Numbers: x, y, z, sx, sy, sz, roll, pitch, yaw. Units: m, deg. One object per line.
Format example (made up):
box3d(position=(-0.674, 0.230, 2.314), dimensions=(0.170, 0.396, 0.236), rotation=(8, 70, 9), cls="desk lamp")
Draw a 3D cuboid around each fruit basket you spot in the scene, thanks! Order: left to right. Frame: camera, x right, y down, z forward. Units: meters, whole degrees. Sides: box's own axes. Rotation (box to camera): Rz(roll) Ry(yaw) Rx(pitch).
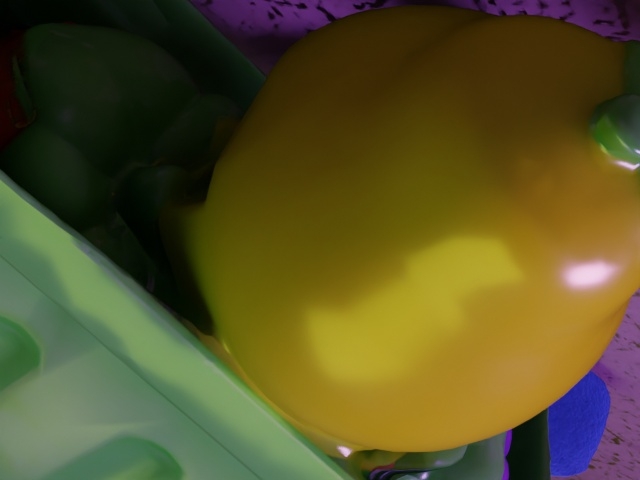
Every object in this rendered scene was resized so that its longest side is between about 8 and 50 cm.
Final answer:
box3d(position=(0.000, 0.000, 0.661), dimensions=(0.392, 0.392, 0.283), rotation=(30, -151, -12), cls="fruit basket")

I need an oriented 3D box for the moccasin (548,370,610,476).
box3d(position=(0.045, 0.076, 1.022), dimensions=(0.342, 0.137, 0.117), rotation=(37, 167, -30), cls="moccasin")
